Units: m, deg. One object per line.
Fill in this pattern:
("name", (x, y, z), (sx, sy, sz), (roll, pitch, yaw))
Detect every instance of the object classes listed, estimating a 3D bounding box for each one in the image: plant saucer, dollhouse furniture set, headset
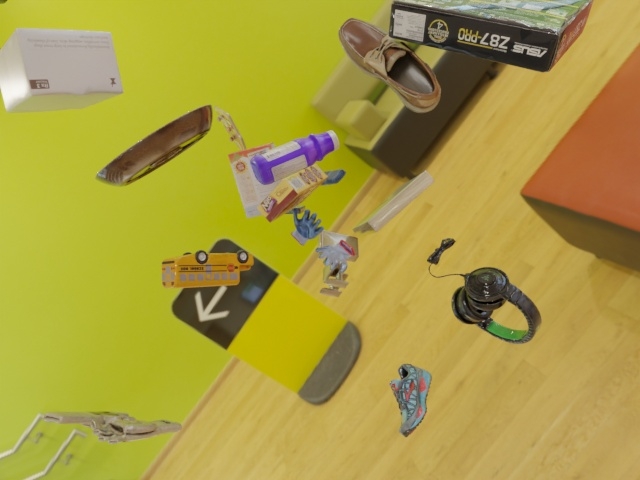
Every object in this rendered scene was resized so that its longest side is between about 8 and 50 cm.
("plant saucer", (-0.368, -0.208, 1.092), (0.310, 0.050, 0.310), (-30, 14, 9))
("dollhouse furniture set", (0.037, 0.080, 1.975), (0.242, 0.161, 0.212), (120, 157, -47))
("headset", (0.517, 0.156, 1.508), (0.185, 0.394, 0.243), (-45, -18, -25))

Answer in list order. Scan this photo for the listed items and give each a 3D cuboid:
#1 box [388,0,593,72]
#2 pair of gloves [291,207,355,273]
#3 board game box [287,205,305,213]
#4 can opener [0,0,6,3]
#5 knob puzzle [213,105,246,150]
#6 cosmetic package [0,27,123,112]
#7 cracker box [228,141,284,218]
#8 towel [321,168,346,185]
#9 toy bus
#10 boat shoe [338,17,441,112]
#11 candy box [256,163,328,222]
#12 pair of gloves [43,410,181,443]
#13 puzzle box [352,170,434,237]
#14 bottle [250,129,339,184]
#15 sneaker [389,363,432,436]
("box", (0.413, -0.545, 1.156), (0.318, 0.394, 0.097), (-45, -32, -36))
("pair of gloves", (0.000, 0.000, 1.169), (0.023, 0.198, 0.159), (-45, 0, -28))
("board game box", (-0.162, -0.125, 1.924), (0.126, 0.186, 0.026), (-49, -41, -78))
("can opener", (-0.335, -0.325, 0.482), (0.059, 0.073, 0.186), (-33, 5, -31))
("knob puzzle", (-0.345, -0.412, 1.827), (0.030, 0.213, 0.213), (-35, 18, -12))
("cosmetic package", (-0.700, -0.435, 1.250), (0.217, 0.156, 0.385), (-17, 16, -40))
("cracker box", (-0.209, -0.208, 1.649), (0.155, 0.232, 0.067), (-12, 14, 9))
("towel", (0.031, -0.219, 1.672), (0.119, 0.029, 0.067), (1, 44, 47))
("toy bus", (-0.407, 0.104, 1.747), (0.108, 0.332, 0.130), (-8, 83, 44))
("boat shoe", (0.182, -0.464, 1.212), (0.123, 0.324, 0.116), (-52, -4, 4))
("candy box", (-0.063, -0.118, 1.143), (0.109, 0.053, 0.186), (-42, 1, 30))
("pair of gloves", (-0.466, 0.418, 1.066), (0.240, 0.204, 0.042), (0, 73, 24))
("puzzle box", (0.260, -0.124, 1.788), (0.272, 0.052, 0.409), (-42, 1, -4))
("bottle", (-0.077, -0.268, 1.501), (0.282, 0.092, 0.118), (-26, 28, -16))
("sneaker", (0.268, 0.504, 1.516), (0.104, 0.125, 0.262), (-62, -2, 35))
